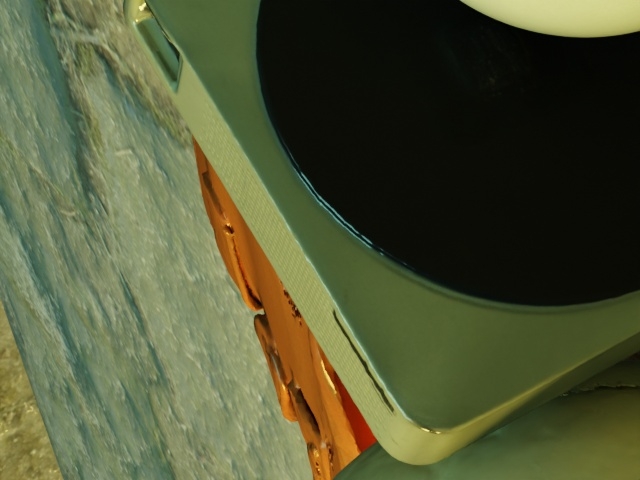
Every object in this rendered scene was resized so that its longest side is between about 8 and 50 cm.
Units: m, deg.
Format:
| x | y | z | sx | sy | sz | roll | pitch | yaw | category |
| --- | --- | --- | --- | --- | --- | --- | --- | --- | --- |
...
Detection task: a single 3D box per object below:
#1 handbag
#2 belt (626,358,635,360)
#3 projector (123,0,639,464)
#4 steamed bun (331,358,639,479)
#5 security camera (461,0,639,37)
| x | y | z | sx | sy | sz | roll | pitch | yaw | category |
| --- | --- | --- | --- | --- | --- | --- | --- | --- | --- |
| 0.000 | 0.000 | 1.217 | 0.303 | 0.116 | 0.410 | 86 | 166 | -44 | handbag |
| 0.207 | 0.155 | 1.097 | 0.232 | 0.071 | 0.053 | 56 | 153 | 12 | belt |
| 0.080 | -0.063 | 0.852 | 0.257 | 0.259 | 0.079 | 59 | 160 | 15 | projector |
| 0.141 | 0.169 | 0.900 | 0.333 | 0.312 | 0.233 | -9 | 72 | 35 | steamed bun |
| 0.107 | -0.190 | 0.738 | 0.194 | 0.194 | 0.236 | 42 | 153 | 47 | security camera |
